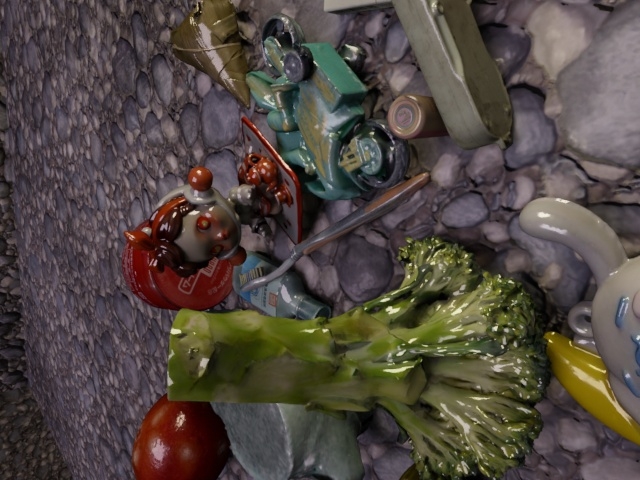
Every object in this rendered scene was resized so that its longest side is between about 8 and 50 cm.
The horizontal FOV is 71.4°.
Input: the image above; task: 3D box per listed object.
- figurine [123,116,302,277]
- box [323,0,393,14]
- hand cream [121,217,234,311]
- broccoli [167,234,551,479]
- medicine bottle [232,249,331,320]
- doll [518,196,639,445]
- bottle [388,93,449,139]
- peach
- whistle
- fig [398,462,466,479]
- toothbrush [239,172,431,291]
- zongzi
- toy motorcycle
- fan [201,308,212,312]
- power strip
[{"bbox_3d":[-0.163,-0.034,0.653,0.160,0.226,0.183,51,159,24],"label":"figurine"},{"bbox_3d":[0.103,-0.336,0.491,0.245,0.035,0.139,19,113,41],"label":"box"},{"bbox_3d":[-0.259,0.038,0.836,0.125,0.193,0.193,-2,99,44],"label":"hand cream"},{"bbox_3d":[0.044,0.096,0.447,0.252,0.361,0.221,-62,22,7],"label":"broccoli"},{"bbox_3d":[-0.072,0.088,0.756,0.208,0.053,0.090,23,112,39],"label":"medicine bottle"},{"bbox_3d":[0.290,0.084,0.356,0.237,0.111,0.252,4,113,53],"label":"doll"},{"bbox_3d":[0.118,-0.133,0.482,0.045,0.096,0.045,14,111,43],"label":"bottle"},{"bbox_3d":[-0.294,0.429,0.967,0.243,0.199,0.243,-161,90,-74],"label":"peach"},{"bbox_3d":[-0.087,0.239,0.734,0.404,0.168,0.188,7,104,48],"label":"whistle"},{"bbox_3d":[0.149,0.300,0.560,0.149,0.149,0.245,-6,71,45],"label":"fig"},{"bbox_3d":[0.000,0.000,0.646,0.375,0.028,0.037,-30,65,35],"label":"toothbrush"},{"bbox_3d":[-0.194,-0.295,0.776,0.189,0.081,0.178,-2,109,51],"label":"zongzi"},{"bbox_3d":[-0.003,-0.160,0.605,0.296,0.109,0.198,56,142,16],"label":"toy motorcycle"},{"bbox_3d":[-0.258,0.041,0.956,0.057,0.023,0.282,14,112,44],"label":"fan"},{"bbox_3d":[0.119,-0.217,0.440,0.048,0.080,0.286,-14,107,54],"label":"power strip"}]
